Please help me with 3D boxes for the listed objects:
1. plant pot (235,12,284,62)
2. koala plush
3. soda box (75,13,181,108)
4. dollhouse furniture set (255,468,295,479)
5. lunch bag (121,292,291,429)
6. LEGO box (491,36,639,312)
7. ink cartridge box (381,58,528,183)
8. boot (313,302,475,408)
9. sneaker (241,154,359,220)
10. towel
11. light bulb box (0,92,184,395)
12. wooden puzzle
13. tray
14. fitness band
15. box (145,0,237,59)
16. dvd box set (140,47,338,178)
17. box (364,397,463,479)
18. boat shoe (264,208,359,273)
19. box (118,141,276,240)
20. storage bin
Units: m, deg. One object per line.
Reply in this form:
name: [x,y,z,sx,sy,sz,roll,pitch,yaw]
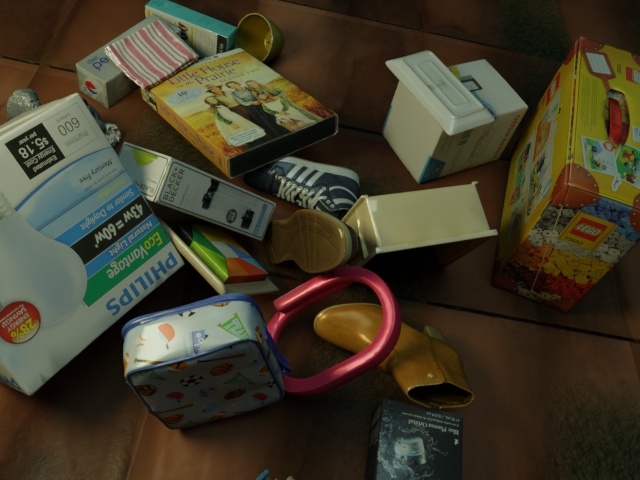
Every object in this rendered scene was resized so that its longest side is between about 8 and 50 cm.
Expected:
plant pot: [-0.155,-0.550,1.749,0.134,0.134,0.095,45,31,20]
koala plush: [-0.565,-0.242,1.418,0.196,0.203,0.221,23,31,-6]
soda box: [-0.482,-0.463,1.623,0.098,0.091,0.286,33,55,10]
dollhouse furniture set: [-0.142,0.454,1.032,0.129,0.129,0.184,37,31,15]
lunch bag: [-0.181,0.210,1.071,0.243,0.303,0.115,-17,57,-3]
LEGO box: [0.579,-0.152,1.455,0.193,0.372,0.500,20,53,2]
ink cartridge box: [0.337,-0.307,1.623,0.270,0.198,0.197,-17,59,-24]
boot: [0.137,0.220,1.207,0.295,0.104,0.211,12,22,-9]
sneaker: [-0.041,-0.103,1.455,0.282,0.099,0.153,5,52,-12]
towel: [-0.414,-0.464,1.572,0.144,0.029,0.197,44,55,2]
light bulb box: [-0.497,0.001,1.087,0.225,0.361,0.358,1,37,46]
wooden puzzle: [-0.199,0.028,1.262,0.221,0.239,0.044,43,101,19]
tray: [0.285,-0.365,1.511,0.145,0.030,0.270,-22,62,-24]
fitness band: [0.013,0.172,1.202,0.291,0.054,0.209,-29,57,12]
box: [-0.351,-0.566,1.722,0.244,0.100,0.060,23,52,4]
dvd box set: [-0.204,-0.326,1.541,0.308,0.062,0.420,-27,50,-27]
box: [0.169,0.388,1.147,0.156,0.093,0.158,13,54,-3]
boat shoe: [0.000,0.000,1.275,0.123,0.342,0.123,-4,89,-26]
box: [-0.249,-0.094,1.270,0.169,0.290,0.087,21,90,41]
storage bin: [0.180,-0.008,1.340,0.262,0.260,0.123,-9,74,-18]
